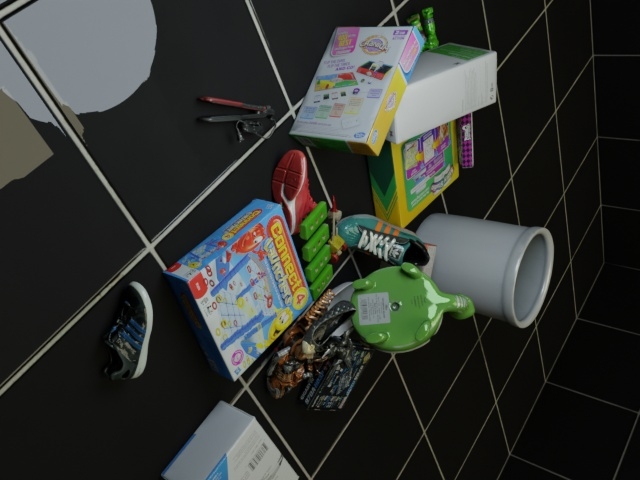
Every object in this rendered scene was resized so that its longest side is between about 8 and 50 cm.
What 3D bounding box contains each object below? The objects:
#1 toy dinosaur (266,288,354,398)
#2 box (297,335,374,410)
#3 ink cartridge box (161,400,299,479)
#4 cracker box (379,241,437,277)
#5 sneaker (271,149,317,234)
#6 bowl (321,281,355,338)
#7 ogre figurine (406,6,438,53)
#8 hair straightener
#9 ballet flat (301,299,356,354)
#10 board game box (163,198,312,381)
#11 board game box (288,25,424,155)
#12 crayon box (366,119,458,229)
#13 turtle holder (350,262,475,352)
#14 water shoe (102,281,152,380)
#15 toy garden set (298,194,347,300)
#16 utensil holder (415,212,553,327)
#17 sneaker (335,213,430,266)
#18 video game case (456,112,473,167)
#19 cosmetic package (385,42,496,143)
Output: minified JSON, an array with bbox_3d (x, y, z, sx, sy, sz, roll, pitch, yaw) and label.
[{"bbox_3d":[-0.028,0.277,1.589,0.218,0.164,0.322,-1,144,-45],"label":"toy dinosaur"},{"bbox_3d":[0.048,0.391,1.786,0.175,0.051,0.220,21,99,-51],"label":"box"},{"bbox_3d":[-0.210,0.582,1.504,0.223,0.129,0.308,-51,135,-29],"label":"ink cartridge box"},{"bbox_3d":[0.263,0.111,1.920,0.067,0.155,0.232,6,97,-52],"label":"cracker box"},{"bbox_3d":[-0.056,-0.122,1.535,0.128,0.087,0.221,-19,127,-56],"label":"sneaker"},{"bbox_3d":[0.051,0.196,1.769,0.142,0.053,0.142,-31,123,-42],"label":"bowl"},{"bbox_3d":[0.279,-0.575,1.782,0.118,0.096,0.197,54,47,-31],"label":"ogre figurine"},{"bbox_3d":[-0.178,-0.264,1.363,0.230,0.047,0.089,-8,108,-54],"label":"hair straightener"},{"bbox_3d":[0.017,0.213,1.504,0.173,0.049,0.057,-46,120,-11],"label":"ballet flat"},{"bbox_3d":[-0.177,0.113,1.436,0.302,0.086,0.308,-44,131,-34],"label":"board game box"},{"bbox_3d":[0.086,-0.370,1.488,0.064,0.242,0.317,36,74,-51],"label":"board game box"},{"bbox_3d":[0.289,-0.260,1.878,0.363,0.106,0.313,-39,132,-37],"label":"crayon box"},{"bbox_3d":[0.246,0.186,1.745,0.320,0.243,0.227,-34,158,0],"label":"turtle holder"},{"bbox_3d":[-0.386,0.184,1.214,0.080,0.072,0.203,-6,105,-48],"label":"water shoe"},{"bbox_3d":[0.000,0.000,1.587,0.204,0.049,0.244,-51,146,-43],"label":"toy garden set"},{"bbox_3d":[0.537,0.084,2.064,0.327,0.385,0.328,-18,114,-46],"label":"utensil holder"},{"bbox_3d":[0.184,0.006,1.744,0.302,0.121,0.108,11,111,-26],"label":"sneaker"},{"bbox_3d":[0.457,-0.380,2.004,0.210,0.041,0.232,-90,172,-64],"label":"video game case"},{"bbox_3d":[0.285,-0.409,1.676,0.365,0.197,0.155,-25,125,-25],"label":"cosmetic package"}]
